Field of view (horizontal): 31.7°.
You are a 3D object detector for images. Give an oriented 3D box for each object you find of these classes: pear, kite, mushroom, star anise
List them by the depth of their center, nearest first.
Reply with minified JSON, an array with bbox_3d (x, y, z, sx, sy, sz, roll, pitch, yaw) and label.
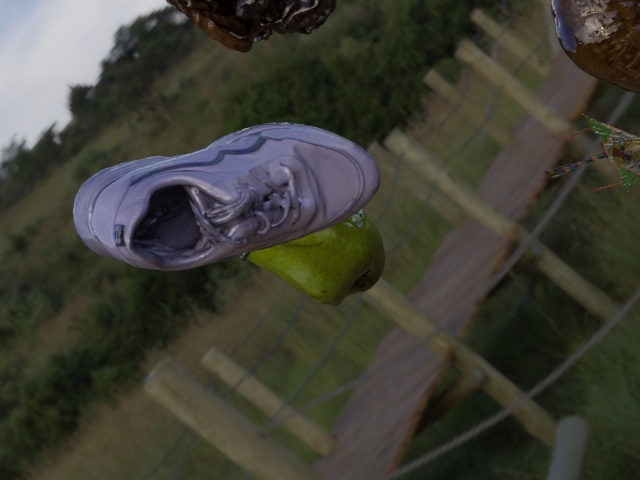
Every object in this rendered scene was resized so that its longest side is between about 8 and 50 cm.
[{"bbox_3d":[-0.088,-0.283,1.317,0.190,0.220,0.126,-28,-58,-74],"label":"star anise"},{"bbox_3d":[0.487,-0.352,1.790,0.253,0.253,0.153,-53,16,-27],"label":"mushroom"},{"bbox_3d":[0.000,0.000,1.834,0.164,0.255,0.238,-52,15,11],"label":"pear"},{"bbox_3d":[0.514,-0.154,2.095,0.244,0.198,0.006,-13,34,46],"label":"kite"}]

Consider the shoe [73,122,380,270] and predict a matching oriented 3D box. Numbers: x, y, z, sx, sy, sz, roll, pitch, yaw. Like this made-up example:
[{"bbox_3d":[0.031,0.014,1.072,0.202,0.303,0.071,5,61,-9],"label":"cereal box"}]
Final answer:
[{"bbox_3d":[-0.061,-0.030,0.863,0.245,0.095,0.137,-11,16,-15],"label":"shoe"}]
